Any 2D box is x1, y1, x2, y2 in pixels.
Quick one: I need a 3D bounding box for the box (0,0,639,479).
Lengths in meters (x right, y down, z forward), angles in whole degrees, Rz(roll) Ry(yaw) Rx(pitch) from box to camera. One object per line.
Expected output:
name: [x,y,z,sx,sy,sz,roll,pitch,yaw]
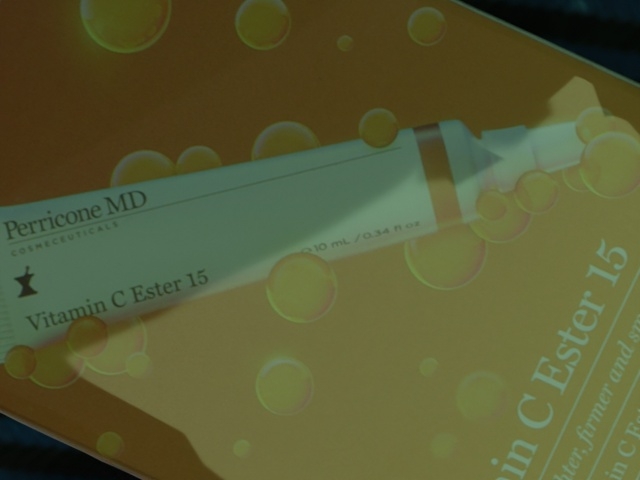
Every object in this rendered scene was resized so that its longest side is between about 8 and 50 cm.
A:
box: [0.000,0.000,0.586,0.345,0.168,0.215,25,93,1]
